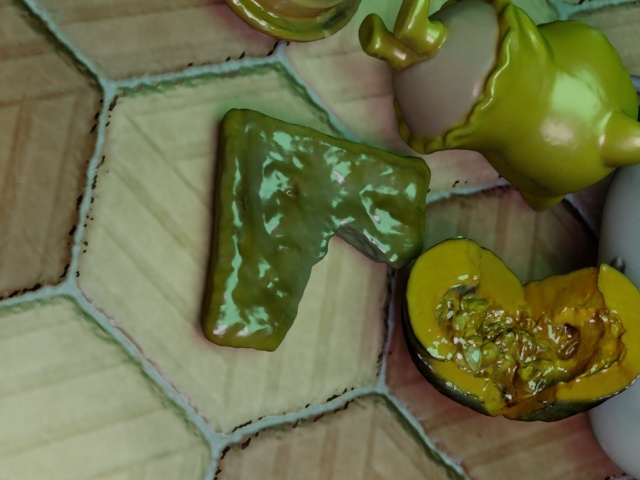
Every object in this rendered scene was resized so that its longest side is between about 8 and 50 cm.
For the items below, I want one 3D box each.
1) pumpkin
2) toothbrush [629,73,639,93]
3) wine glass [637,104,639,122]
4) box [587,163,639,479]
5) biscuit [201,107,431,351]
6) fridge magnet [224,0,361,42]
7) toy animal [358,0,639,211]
[{"bbox_3d":[0.142,0.074,1.277,0.183,0.107,0.119,15,64,-4],"label":"pumpkin"},{"bbox_3d":[0.276,-0.129,1.464,0.286,0.020,0.025,6,82,-32],"label":"toothbrush"},{"bbox_3d":[0.365,-0.093,1.453,0.198,0.066,0.066,-3,80,-11],"label":"wine glass"},{"bbox_3d":[0.371,0.069,1.395,0.349,0.141,0.289,11,80,-29],"label":"box"},{"bbox_3d":[0.000,0.000,1.245,0.183,0.039,0.174,10,73,-30],"label":"biscuit"},{"bbox_3d":[-0.023,-0.215,1.266,0.143,0.063,0.143,11,70,-31],"label":"fridge magnet"},{"bbox_3d":[0.137,-0.111,1.294,0.230,0.156,0.156,27,65,-23],"label":"toy animal"}]
